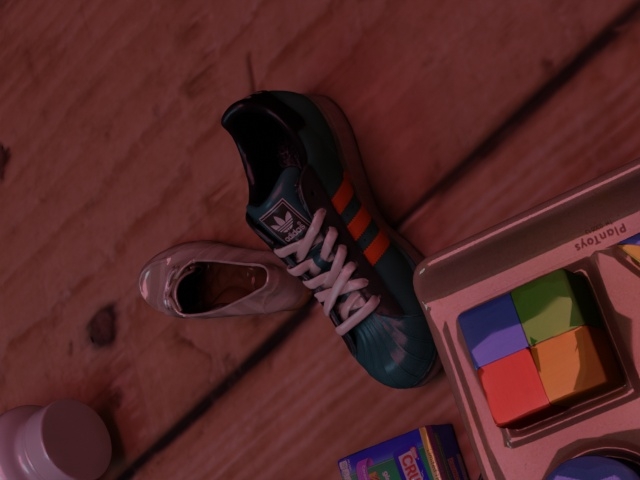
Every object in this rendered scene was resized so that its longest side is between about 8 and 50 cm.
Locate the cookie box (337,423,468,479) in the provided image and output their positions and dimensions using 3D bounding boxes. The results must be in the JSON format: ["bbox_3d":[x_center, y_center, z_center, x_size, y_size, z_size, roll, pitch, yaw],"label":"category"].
[{"bbox_3d":[0.076,0.218,1.411,0.107,0.040,0.091,-28,73,36],"label":"cookie box"}]

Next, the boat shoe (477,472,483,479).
[{"bbox_3d":[0.189,0.152,1.292,0.084,0.079,0.233,39,113,35],"label":"boat shoe"}]

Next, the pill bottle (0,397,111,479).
[{"bbox_3d":[-0.322,0.246,1.695,0.221,0.124,0.124,-32,71,36],"label":"pill bottle"}]

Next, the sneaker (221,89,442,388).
[{"bbox_3d":[0.000,0.000,1.419,0.108,0.121,0.302,-41,66,33],"label":"sneaker"}]

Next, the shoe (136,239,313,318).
[{"bbox_3d":[-0.105,0.037,1.549,0.219,0.058,0.076,-3,89,40],"label":"shoe"}]

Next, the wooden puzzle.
[{"bbox_3d":[0.253,0.115,1.183,0.322,0.080,0.347,-26,75,20],"label":"wooden puzzle"}]
